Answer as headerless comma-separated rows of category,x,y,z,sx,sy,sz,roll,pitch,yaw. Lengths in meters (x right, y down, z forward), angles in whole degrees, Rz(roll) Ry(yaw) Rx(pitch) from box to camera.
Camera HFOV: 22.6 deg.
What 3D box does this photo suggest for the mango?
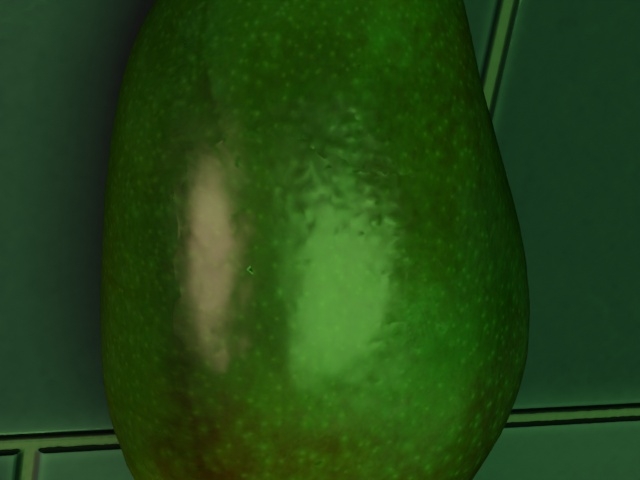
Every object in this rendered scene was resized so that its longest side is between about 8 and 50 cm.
mango,0.000,0.000,0.832,0.225,0.201,0.382,4,106,0
